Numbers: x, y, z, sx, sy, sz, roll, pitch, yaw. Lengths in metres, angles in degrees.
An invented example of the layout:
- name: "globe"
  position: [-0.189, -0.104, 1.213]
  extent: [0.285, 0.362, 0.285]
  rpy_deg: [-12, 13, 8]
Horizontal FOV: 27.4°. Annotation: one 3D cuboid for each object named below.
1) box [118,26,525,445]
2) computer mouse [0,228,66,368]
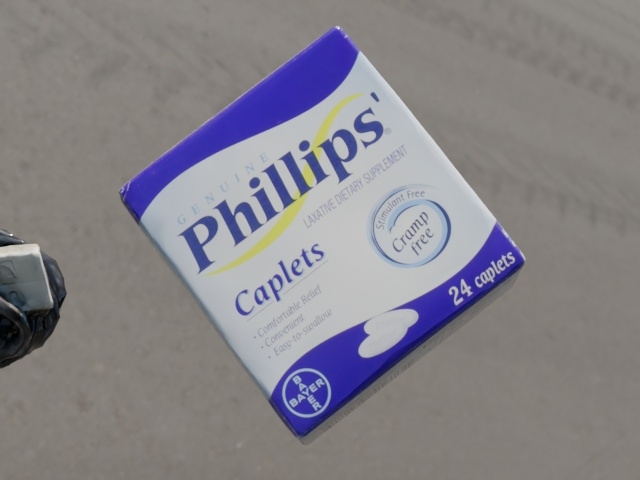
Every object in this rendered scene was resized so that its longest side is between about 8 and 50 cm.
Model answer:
- name: "box"
  position: [0.000, 0.000, 0.590]
  extent: [0.137, 0.126, 0.072]
  rpy_deg: [52, -4, 10]
- name: "computer mouse"
  position: [-0.191, -0.082, 0.463]
  extent: [0.072, 0.188, 0.272]
  rpy_deg: [39, 46, -75]
